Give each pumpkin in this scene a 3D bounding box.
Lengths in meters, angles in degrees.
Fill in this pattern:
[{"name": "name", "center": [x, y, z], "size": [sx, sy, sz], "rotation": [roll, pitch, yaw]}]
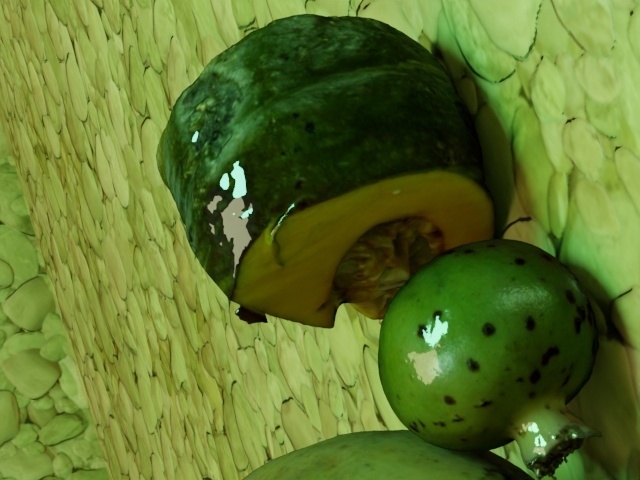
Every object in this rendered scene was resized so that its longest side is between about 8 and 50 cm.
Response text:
[{"name": "pumpkin", "center": [0.000, 0.001, 0.993], "size": [0.280, 0.190, 0.139], "rotation": [94, 153, -46]}]

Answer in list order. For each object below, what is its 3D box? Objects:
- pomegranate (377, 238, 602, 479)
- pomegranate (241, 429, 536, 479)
[{"name": "pomegranate", "center": [0.096, 0.063, 0.878], "size": [0.130, 0.130, 0.130], "rotation": [165, 90, -72]}, {"name": "pomegranate", "center": [0.055, 0.265, 0.905], "size": [0.322, 0.322, 0.322], "rotation": [165, 90, -72]}]
